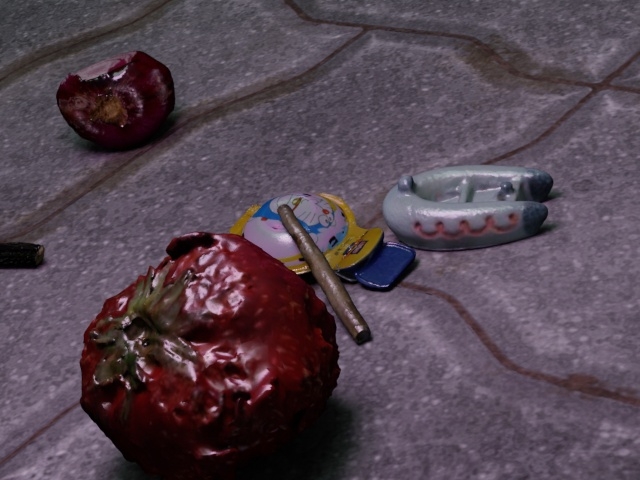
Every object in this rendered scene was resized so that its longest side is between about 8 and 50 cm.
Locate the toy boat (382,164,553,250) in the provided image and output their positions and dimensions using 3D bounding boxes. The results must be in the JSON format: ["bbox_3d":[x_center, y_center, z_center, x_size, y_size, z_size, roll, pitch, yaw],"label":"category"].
[{"bbox_3d":[0.175,-0.051,2.068,0.208,0.079,0.134,-4,34,18],"label":"toy boat"}]

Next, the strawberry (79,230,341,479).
[{"bbox_3d":[-0.100,0.134,1.763,0.274,0.220,0.274,-21,56,34],"label":"strawberry"}]

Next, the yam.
[{"bbox_3d":[0.003,0.034,1.991,0.029,0.027,0.234,-41,49,10],"label":"yam"}]

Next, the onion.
[{"bbox_3d":[-0.292,-0.210,2.551,0.173,0.135,0.198,-11,14,15],"label":"onion"}]

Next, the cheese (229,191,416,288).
[{"bbox_3d":[0.000,0.000,2.079,0.250,0.064,0.156,18,50,31],"label":"cheese"}]

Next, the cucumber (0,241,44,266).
[{"bbox_3d":[-0.424,0.018,2.299,0.135,0.034,0.033,0,38,28],"label":"cucumber"}]
